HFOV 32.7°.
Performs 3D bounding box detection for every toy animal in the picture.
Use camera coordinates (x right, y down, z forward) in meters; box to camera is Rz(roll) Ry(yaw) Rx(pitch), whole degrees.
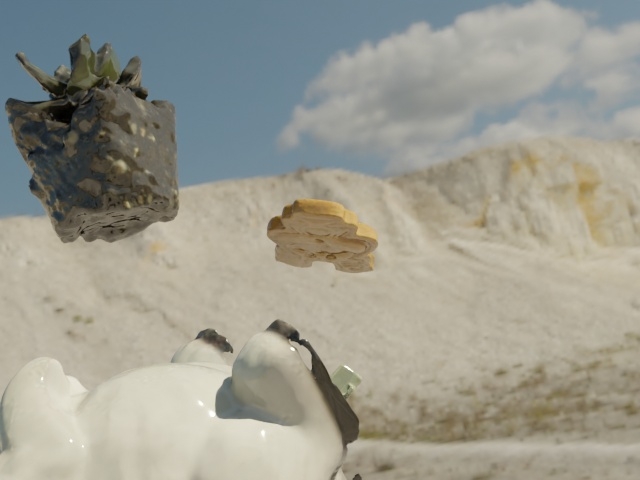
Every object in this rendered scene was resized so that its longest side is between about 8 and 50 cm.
[{"bbox_3d":[-0.142,0.204,0.673,0.357,0.258,0.194,-33,0,-29],"label":"toy animal"}]

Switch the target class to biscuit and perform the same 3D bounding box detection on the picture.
[{"bbox_3d":[0.003,0.000,1.416,0.144,0.040,0.236,1,-16,3],"label":"biscuit"}]

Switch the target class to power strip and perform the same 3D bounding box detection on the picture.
[{"bbox_3d":[0.004,0.173,1.156,0.080,0.029,0.227,-52,-3,-11],"label":"power strip"}]

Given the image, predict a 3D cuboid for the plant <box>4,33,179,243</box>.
[{"bbox_3d":[-0.296,-0.143,1.465,0.188,0.276,0.199,-27,-17,29],"label":"plant"}]
